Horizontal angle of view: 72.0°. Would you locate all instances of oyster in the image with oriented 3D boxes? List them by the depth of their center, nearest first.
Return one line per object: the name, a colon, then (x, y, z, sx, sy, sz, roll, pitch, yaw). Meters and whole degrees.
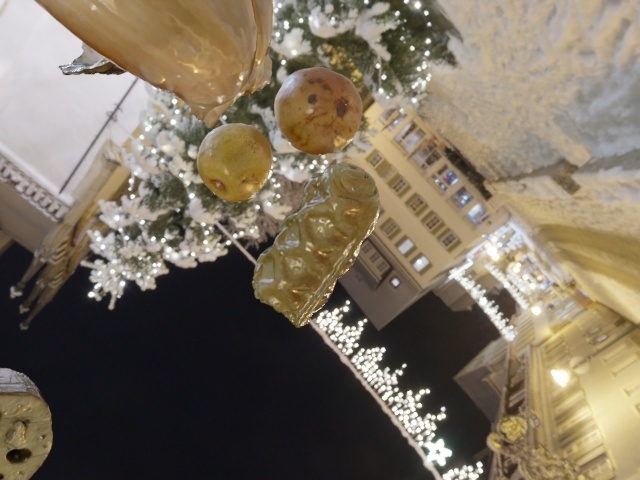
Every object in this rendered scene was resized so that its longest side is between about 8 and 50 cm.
oyster: (-0.562, -0.514, 1.187, 0.271, 0.275, 0.100, 43, -178, 22)

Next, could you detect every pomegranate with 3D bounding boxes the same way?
pomegranate: (-0.009, -0.321, 1.094, 0.215, 0.215, 0.215, 40, -161, -17)

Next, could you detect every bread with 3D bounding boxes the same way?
bread: (0.000, 0.000, 0.716, 0.130, 0.268, 0.152, 40, -165, 24)

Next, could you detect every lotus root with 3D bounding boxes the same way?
lotus root: (-0.570, 0.339, 0.787, 0.138, 0.235, 0.118, 0, -158, -45)

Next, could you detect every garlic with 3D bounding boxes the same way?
garlic: (-0.184, -0.279, 0.467, 0.313, 0.249, 0.286, 42, -122, -14)

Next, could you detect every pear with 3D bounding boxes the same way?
pear: (-0.189, -0.180, 0.997, 0.178, 0.178, 0.178, 40, -161, -17)
